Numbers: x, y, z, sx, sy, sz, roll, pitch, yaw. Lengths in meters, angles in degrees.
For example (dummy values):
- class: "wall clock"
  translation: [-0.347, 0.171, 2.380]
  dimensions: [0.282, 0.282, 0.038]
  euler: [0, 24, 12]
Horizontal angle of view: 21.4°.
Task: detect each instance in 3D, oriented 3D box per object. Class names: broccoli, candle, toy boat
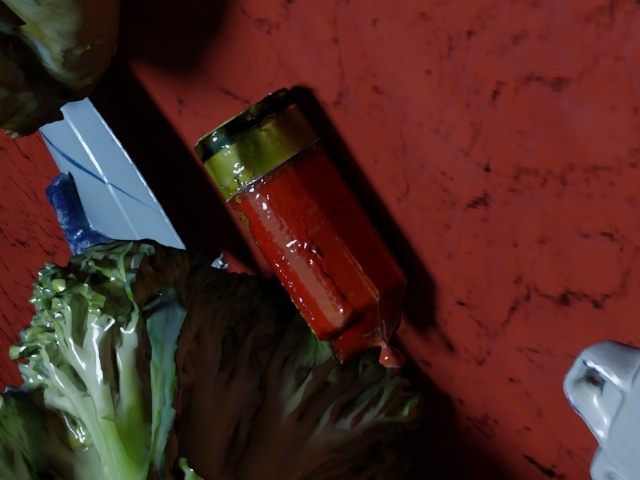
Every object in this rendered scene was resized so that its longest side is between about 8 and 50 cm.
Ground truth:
- class: "broccoli"
  translation: [-0.084, 0.146, 0.687]
  dimensions: [0.252, 0.221, 0.361]
  euler: [37, -162, 8]
- class: "candle"
  translation: [0.000, 0.000, 0.732]
  dimensions: [0.131, 0.052, 0.052]
  euler: [56, 157, -1]
- class: "toy boat"
  translation: [-0.114, -0.007, 0.944]
  dimensions: [0.292, 0.070, 0.210]
  euler: [54, 153, 19]

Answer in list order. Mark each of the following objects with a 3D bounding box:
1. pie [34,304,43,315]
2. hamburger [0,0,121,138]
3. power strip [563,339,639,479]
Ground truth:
- class: "pie"
  translation: [-0.186, 0.077, 1.249]
  dimensions: [0.084, 0.020, 0.084]
  euler: [45, 155, 28]
- class: "hamburger"
  translation: [-0.198, -0.166, 0.764]
  dimensions: [0.265, 0.134, 0.285]
  euler: [35, -178, -17]
- class: "power strip"
  translation: [0.204, 0.143, 0.491]
  dimensions: [0.338, 0.058, 0.098]
  euler: [48, 155, 23]
